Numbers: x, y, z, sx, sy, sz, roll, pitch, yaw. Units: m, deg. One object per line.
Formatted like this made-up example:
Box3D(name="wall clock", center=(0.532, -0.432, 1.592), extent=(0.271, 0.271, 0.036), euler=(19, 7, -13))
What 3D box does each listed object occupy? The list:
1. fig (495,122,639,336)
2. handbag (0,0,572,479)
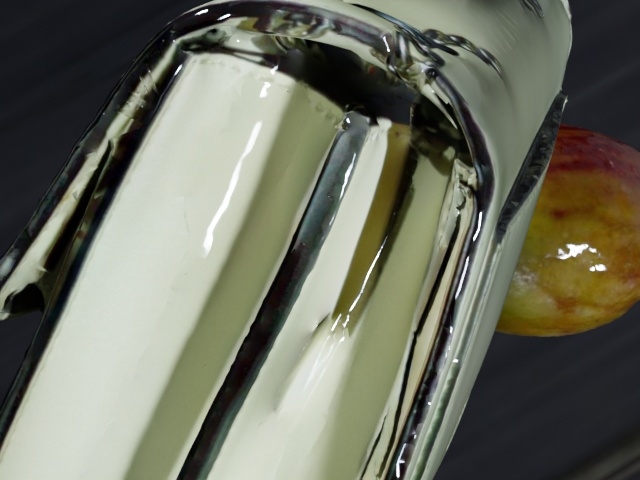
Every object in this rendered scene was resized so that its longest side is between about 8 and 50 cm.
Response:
Box3D(name="fig", center=(0.102, -0.015, 1.323), extent=(0.170, 0.274, 0.145), euler=(34, 113, 58))
Box3D(name="handbag", center=(0.000, 0.000, 0.780), extent=(0.160, 0.237, 0.358), euler=(26, -164, 5))
